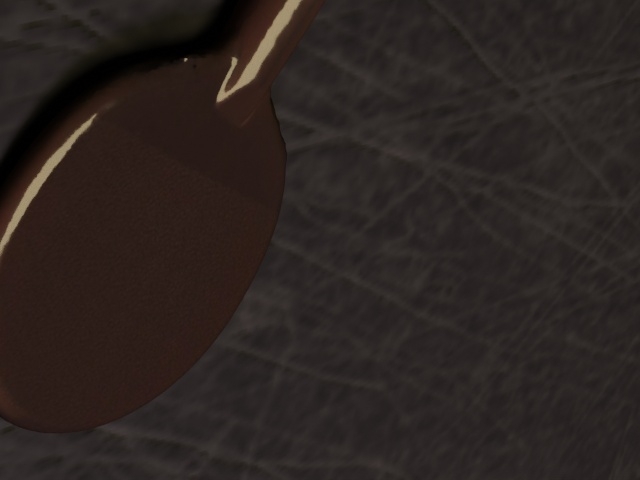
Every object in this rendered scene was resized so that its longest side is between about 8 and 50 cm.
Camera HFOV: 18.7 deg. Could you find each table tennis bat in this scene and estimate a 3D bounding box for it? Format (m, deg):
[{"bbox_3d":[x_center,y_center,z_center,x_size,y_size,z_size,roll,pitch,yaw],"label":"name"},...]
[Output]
[{"bbox_3d":[0.000,0.000,0.489,0.170,0.119,0.107,-59,147,2],"label":"table tennis bat"}]
